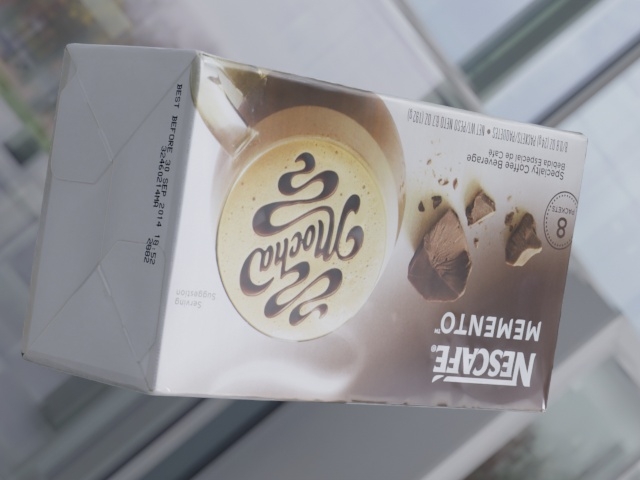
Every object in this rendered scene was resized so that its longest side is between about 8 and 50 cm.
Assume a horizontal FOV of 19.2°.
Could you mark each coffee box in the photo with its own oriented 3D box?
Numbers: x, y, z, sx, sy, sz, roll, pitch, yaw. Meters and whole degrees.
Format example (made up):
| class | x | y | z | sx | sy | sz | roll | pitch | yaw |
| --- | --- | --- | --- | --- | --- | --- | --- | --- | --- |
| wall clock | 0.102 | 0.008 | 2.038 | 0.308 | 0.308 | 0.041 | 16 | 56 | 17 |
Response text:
| class | x | y | z | sx | sy | sz | roll | pitch | yaw |
| --- | --- | --- | --- | --- | --- | --- | --- | --- | --- |
| coffee box | 0.000 | 0.000 | 1.029 | 0.297 | 0.168 | 0.119 | 8 | 1 | -43 |
